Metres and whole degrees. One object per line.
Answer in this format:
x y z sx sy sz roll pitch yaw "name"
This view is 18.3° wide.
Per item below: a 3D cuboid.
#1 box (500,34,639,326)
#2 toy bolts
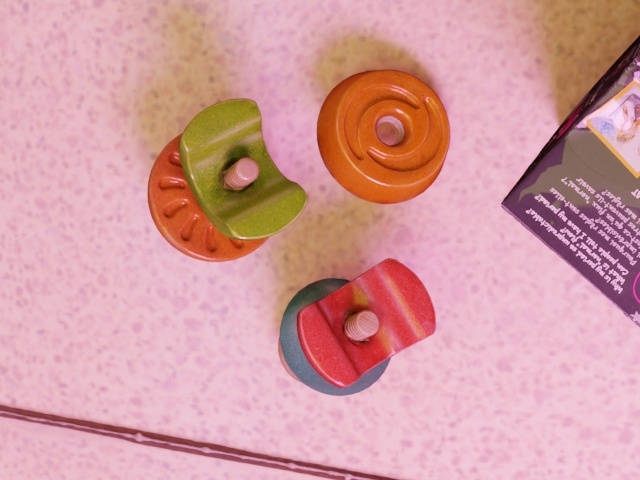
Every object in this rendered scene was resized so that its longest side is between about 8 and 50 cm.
0.240 -0.045 1.315 0.163 0.247 0.142 42 112 2 "box"
0.000 0.000 1.480 0.218 0.158 0.228 -24 87 -21 "toy bolts"
